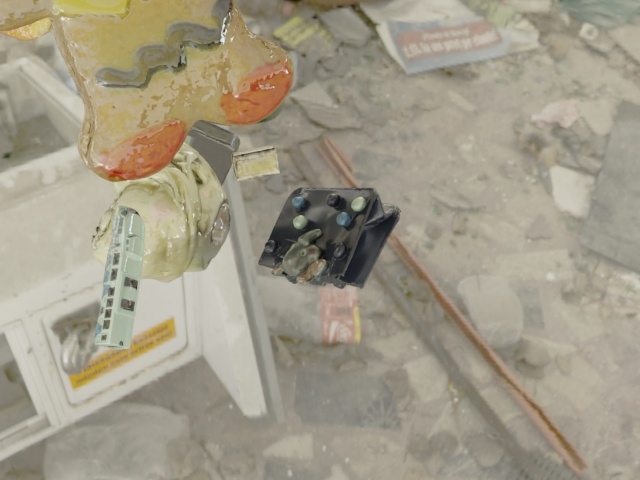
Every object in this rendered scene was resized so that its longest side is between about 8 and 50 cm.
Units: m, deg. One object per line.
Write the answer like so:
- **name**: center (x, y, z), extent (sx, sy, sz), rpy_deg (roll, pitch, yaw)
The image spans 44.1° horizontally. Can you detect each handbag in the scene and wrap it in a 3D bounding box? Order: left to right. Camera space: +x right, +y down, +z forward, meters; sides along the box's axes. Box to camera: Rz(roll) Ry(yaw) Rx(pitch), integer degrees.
- **handbag**: center (0.000, 0.000, 1.833), extent (0.326, 0.118, 0.269), rpy_deg (2, 60, 50)

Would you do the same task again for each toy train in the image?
- **toy train**: center (-0.279, 0.048, 1.115), extent (0.047, 0.043, 0.207), rpy_deg (-8, 69, 31)

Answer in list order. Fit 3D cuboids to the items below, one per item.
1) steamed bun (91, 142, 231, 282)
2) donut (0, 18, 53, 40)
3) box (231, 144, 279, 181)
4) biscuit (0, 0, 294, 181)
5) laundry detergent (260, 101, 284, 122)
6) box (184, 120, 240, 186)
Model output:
- **steamed bun**: center (-0.267, -0.039, 1.488), extent (0.207, 0.280, 0.267), rpy_deg (28, 91, 11)
- **donut**: center (-0.500, -0.426, 1.315), extent (0.190, 0.174, 0.074), rpy_deg (14, 29, 16)
- **box**: center (-0.139, -0.165, 1.684), extent (0.098, 0.062, 0.045), rpy_deg (-10, 18, -9)
- **biscuit**: center (-0.241, -0.282, 1.025), extent (0.368, 0.393, 0.076), rpy_deg (-29, 32, -13)
- **laundry detergent**: center (-0.178, -0.278, 1.597), extent (0.137, 0.063, 0.211), rpy_deg (34, 34, 21)
- **box**: center (-0.340, -0.160, 1.913), extent (0.211, 0.350, 0.058), rpy_deg (24, 46, -10)
